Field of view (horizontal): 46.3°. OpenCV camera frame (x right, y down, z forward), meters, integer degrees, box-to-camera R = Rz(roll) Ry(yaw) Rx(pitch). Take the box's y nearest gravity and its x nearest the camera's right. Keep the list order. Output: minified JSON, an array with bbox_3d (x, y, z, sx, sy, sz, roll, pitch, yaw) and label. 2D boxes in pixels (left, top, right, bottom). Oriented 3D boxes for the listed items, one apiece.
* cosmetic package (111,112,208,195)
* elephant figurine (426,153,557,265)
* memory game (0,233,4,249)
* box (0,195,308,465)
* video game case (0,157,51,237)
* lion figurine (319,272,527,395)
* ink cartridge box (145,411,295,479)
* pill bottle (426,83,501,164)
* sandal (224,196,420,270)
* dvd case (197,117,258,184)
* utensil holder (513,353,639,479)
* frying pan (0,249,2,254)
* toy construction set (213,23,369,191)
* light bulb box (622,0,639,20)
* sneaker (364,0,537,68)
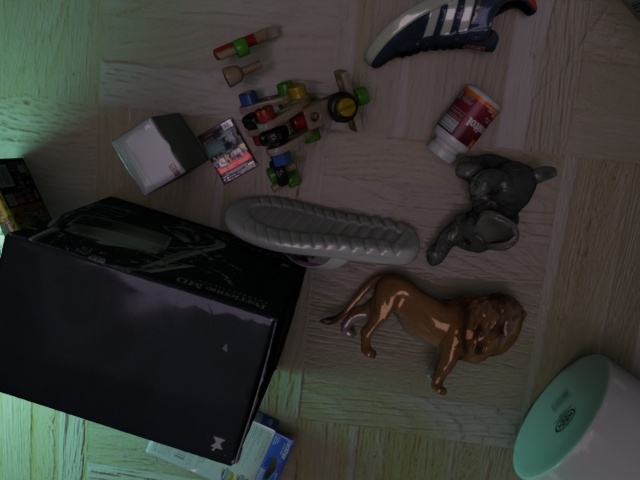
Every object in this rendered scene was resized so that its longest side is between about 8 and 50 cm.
[{"bbox_3d":[-0.317,-0.180,1.510,0.107,0.238,0.127,-30,97,11],"label":"cosmetic package"},{"bbox_3d":[0.342,-0.046,1.532,0.169,0.186,0.240,-14,118,-34],"label":"elephant figurine"},{"bbox_3d":[-0.744,-0.070,1.694,0.186,0.012,0.186,1,102,6],"label":"memory game"},{"bbox_3d":[-0.308,0.142,1.460,0.479,0.472,0.298,17,103,1],"label":"box"},{"bbox_3d":[-0.614,-0.050,1.551,0.035,0.275,0.248,-23,99,-4],"label":"video game case"},{"bbox_3d":[0.217,0.163,1.583,0.392,0.142,0.240,25,96,4],"label":"lion figurine"},{"bbox_3d":[-0.228,0.463,1.731,0.311,0.065,0.186,24,103,3],"label":"ink cartridge box"},{"bbox_3d":[0.287,-0.233,1.514,0.086,0.086,0.152,36,104,-2],"label":"pill bottle"},{"bbox_3d":[-0.003,0.008,1.569,0.416,0.169,0.102,10,124,4],"label":"sandal"},{"bbox_3d":[-0.199,-0.192,1.611,0.087,0.013,0.119,-28,99,11],"label":"dvd case"},{"bbox_3d":[0.636,0.462,1.508,0.385,0.327,0.328,35,103,-1],"label":"utensil holder"},{"bbox_3d":[-0.793,0.120,1.726,0.326,0.053,0.197,1,101,3],"label":"frying pan"},{"bbox_3d":[-0.046,-0.293,1.493,0.237,0.257,0.309,-25,88,-6],"label":"toy construction set"},{"bbox_3d":[0.757,-0.516,1.333,0.361,0.225,0.358,-41,95,12],"label":"light bulb box"},{"bbox_3d":[0.259,-0.408,1.455,0.350,0.131,0.148,-30,93,11],"label":"sneaker"}]
